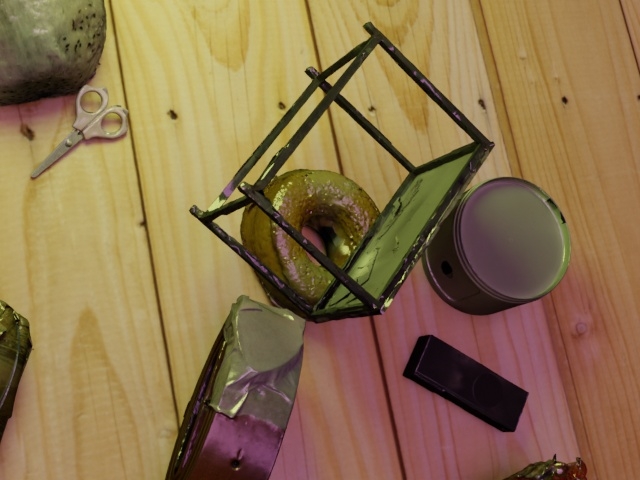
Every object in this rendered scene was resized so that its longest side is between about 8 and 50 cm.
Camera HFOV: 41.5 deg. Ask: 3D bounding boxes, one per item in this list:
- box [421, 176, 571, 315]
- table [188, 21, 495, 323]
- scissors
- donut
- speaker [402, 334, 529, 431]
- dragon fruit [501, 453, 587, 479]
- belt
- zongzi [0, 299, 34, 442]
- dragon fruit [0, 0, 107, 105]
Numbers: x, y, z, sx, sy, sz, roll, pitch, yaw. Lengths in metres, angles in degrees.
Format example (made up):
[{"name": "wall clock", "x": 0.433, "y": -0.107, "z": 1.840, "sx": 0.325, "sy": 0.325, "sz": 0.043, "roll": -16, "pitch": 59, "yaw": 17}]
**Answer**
[{"name": "box", "x": 0.311, "y": 0.011, "z": 1.506, "sx": 0.226, "sy": 0.149, "sz": 0.226, "roll": 5, "pitch": 74, "yaw": -18}, {"name": "table", "x": 0.033, "y": -0.094, "z": 1.278, "sx": 0.272, "sy": 0.222, "sz": 0.335, "roll": 42, "pitch": 66, "yaw": -15}, {"name": "scissors", "x": -0.395, "y": -0.166, "z": 1.360, "sx": 0.189, "sy": 0.015, "sz": 0.100, "roll": -47, "pitch": 114, "yaw": -15}, {"name": "donut", "x": 0.000, "y": 0.000, "z": 1.422, "sx": 0.271, "sy": 0.107, "sz": 0.272, "roll": 4, "pitch": 78, "yaw": -20}, {"name": "speaker", "x": 0.256, "y": 0.253, "z": 1.482, "sx": 0.218, "sy": 0.044, "sz": 0.082, "roll": 32, "pitch": 68, "yaw": -10}, {"name": "dragon fruit", "x": 0.358, "y": 0.522, "z": 1.332, "sx": 0.277, "sy": 0.277, "sz": 0.343, "roll": -10, "pitch": 81, "yaw": -22}, {"name": "belt", "x": -0.129, "y": 0.253, "z": 1.248, "sx": 0.122, "sy": 0.217, "sz": 0.339, "roll": 24, "pitch": 68, "yaw": -14}, {"name": "zongzi", "x": -0.511, "y": 0.169, "z": 1.114, "sx": 0.125, "sy": 0.274, "sz": 0.251, "roll": -1, "pitch": 66, "yaw": 22}, {"name": "dragon fruit", "x": -0.452, "y": -0.345, "z": 1.290, "sx": 0.282, "sy": 0.204, "sz": 0.221, "roll": -21, "pitch": 85, "yaw": -22}]
